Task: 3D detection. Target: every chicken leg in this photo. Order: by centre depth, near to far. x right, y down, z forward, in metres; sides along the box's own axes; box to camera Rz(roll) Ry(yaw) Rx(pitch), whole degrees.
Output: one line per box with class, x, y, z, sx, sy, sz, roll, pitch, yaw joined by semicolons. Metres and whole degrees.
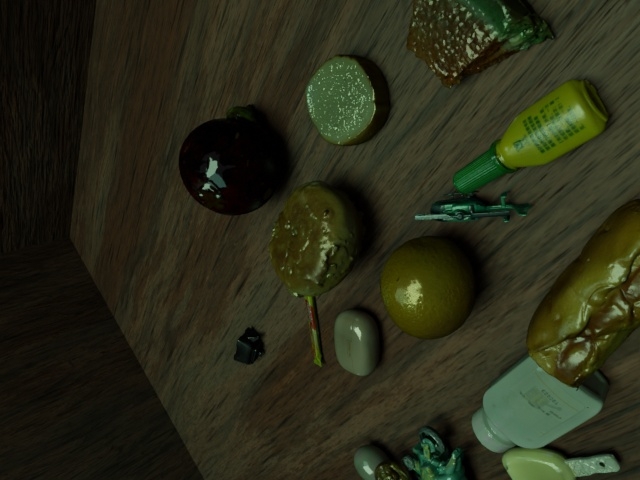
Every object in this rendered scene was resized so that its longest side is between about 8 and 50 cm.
chicken leg;0.243;0.740;1.379;0.251;0.087;0.107;57;173;-23

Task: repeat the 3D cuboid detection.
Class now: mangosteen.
mangosteen;-0.260;-0.247;1.449;0.306;0.359;0.306;17;144;13

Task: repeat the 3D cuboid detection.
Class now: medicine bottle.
medicine bottle;0.387;-0.182;0.918;0.309;0.076;0.111;-35;73;46
medicine bottle;0.460;0.353;1.026;0.161;0.111;0.296;43;130;19

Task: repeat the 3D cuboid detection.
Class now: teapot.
teapot;-0.268;0.420;1.823;0.096;0.087;0.177;25;125;11

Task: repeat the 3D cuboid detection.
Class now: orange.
orange;0.243;0.106;1.072;0.236;0.236;0.236;19;118;40

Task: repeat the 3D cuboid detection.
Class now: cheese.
cheese;0.536;0.507;1.047;0.127;0.054;0.251;57;136;8

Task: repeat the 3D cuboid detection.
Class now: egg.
egg;0.165;0.697;1.460;0.135;0.103;0.103;33;126;29

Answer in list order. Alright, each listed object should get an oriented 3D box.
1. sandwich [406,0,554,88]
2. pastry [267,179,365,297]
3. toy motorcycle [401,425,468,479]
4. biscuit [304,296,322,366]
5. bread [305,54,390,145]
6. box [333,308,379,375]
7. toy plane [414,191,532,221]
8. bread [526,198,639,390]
sandwich;0.271;-0.430;0.920;0.212;0.109;0.292;-44;74;45
pastry;0.000;0.000;1.289;0.284;0.184;0.316;44;119;39
toy motorcycle;0.324;0.635;1.266;0.198;0.109;0.296;26;132;44
biscuit;-0.024;0.278;1.555;0.048;0.026;0.292;19;119;62
bread;0.065;-0.351;1.190;0.236;0.070;0.236;17;116;40
box;0.106;0.298;1.381;0.146;0.088;0.200;12;114;42
toy plane;0.328;-0.068;1.014;0.235;0.096;0.060;-3;106;28
bread;0.498;0.095;0.830;0.149;0.195;0.344;40;128;22
